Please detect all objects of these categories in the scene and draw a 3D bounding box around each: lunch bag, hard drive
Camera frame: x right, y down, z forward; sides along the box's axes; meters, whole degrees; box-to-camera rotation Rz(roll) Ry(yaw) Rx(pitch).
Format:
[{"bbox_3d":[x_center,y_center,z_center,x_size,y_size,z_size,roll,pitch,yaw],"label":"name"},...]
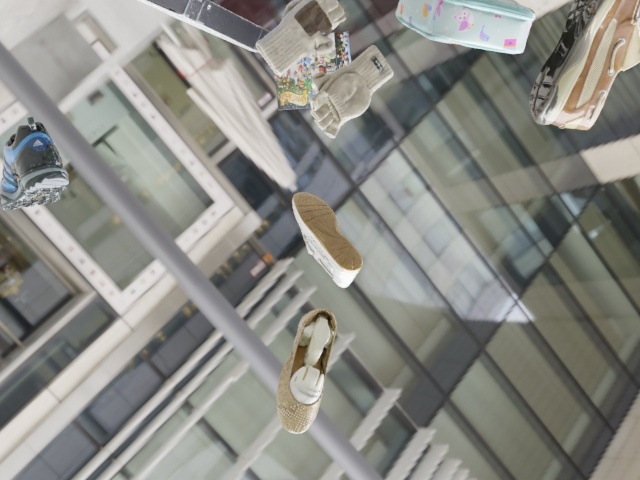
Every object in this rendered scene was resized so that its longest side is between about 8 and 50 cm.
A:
[{"bbox_3d":[0.294,-0.463,1.768,0.279,0.224,0.107,-124,-138,-59],"label":"lunch bag"},{"bbox_3d":[-0.283,-0.521,1.975,0.339,0.237,0.064,8,108,-62],"label":"hard drive"}]

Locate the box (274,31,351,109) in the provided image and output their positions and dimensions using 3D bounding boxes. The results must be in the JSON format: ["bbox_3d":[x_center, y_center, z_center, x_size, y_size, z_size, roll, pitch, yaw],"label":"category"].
[{"bbox_3d":[-0.020,-0.383,1.982,0.044,0.159,0.233,-13,-168,-38],"label":"box"}]

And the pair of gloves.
[{"bbox_3d":[0.007,-0.336,1.618,0.204,0.240,0.042,-53,-158,-24],"label":"pair of gloves"}]

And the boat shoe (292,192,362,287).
[{"bbox_3d":[0.000,0.000,2.096,0.098,0.277,0.096,-8,140,-30],"label":"boat shoe"}]

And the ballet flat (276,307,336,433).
[{"bbox_3d":[-0.019,0.190,1.325,0.067,0.073,0.206,125,-21,-55],"label":"ballet flat"}]

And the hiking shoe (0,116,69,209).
[{"bbox_3d":[-0.555,-0.139,1.664,0.113,0.132,0.304,-12,178,-34],"label":"hiking shoe"}]

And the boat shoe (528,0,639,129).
[{"bbox_3d":[0.456,-0.321,1.392,0.122,0.120,0.323,-84,-165,-56],"label":"boat shoe"}]
